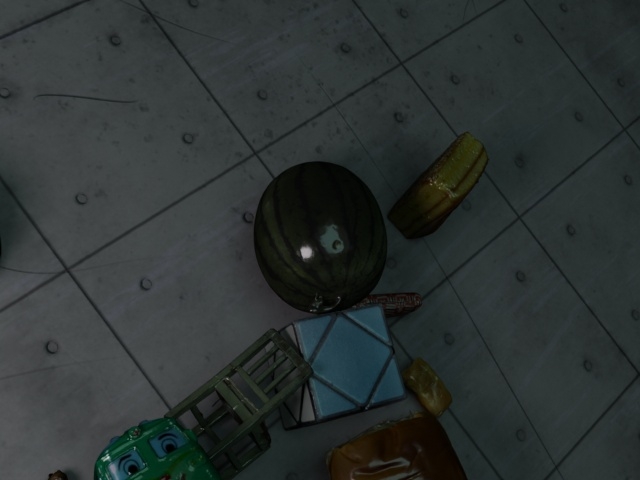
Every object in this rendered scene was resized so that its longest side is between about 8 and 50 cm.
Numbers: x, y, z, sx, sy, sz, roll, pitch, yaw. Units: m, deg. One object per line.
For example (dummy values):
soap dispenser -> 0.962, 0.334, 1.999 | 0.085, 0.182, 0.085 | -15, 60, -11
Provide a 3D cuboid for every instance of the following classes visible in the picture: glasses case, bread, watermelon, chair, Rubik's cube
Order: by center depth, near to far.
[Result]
chair -> -0.143, 0.321, 1.543 | 0.270, 0.147, 0.136 | -38, 58, -17
bread -> 0.153, 0.486, 1.607 | 0.279, 0.225, 0.250 | -20, 79, -22
Rubik's cube -> 0.025, 0.259, 1.646 | 0.205, 0.207, 0.204 | -9, 75, -23
watermelon -> 0.000, 0.000, 1.674 | 0.279, 0.278, 0.359 | 4, 46, -21
bread -> 0.234, 0.327, 1.792 | 0.074, 0.053, 0.132 | -36, 90, -28
glasses case -> 0.133, 0.149, 1.802 | 0.195, 0.073, 0.049 | -2, 73, -22
bread -> 0.277, -0.118, 1.865 | 0.110, 0.234, 0.184 | 41, 61, -1

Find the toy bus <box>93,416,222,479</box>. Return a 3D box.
toy bus -> -0.288, 0.434, 1.390 | 0.184, 0.343, 0.199 | -26, 72, -27

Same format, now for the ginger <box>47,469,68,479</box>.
ginger -> -0.485, 0.498, 1.434 | 0.103, 0.073, 0.162 | -6, 68, -38
